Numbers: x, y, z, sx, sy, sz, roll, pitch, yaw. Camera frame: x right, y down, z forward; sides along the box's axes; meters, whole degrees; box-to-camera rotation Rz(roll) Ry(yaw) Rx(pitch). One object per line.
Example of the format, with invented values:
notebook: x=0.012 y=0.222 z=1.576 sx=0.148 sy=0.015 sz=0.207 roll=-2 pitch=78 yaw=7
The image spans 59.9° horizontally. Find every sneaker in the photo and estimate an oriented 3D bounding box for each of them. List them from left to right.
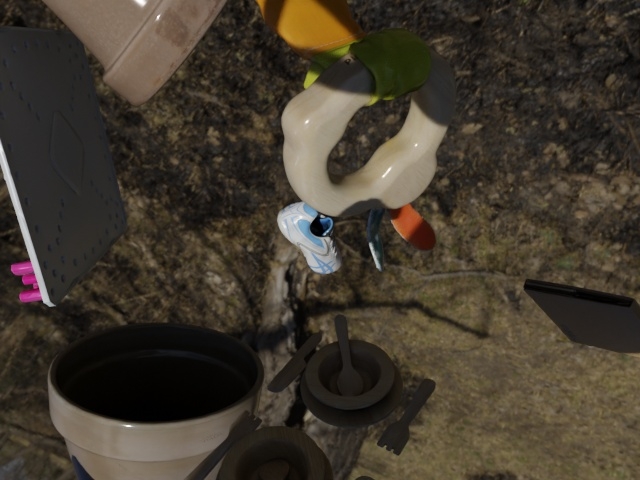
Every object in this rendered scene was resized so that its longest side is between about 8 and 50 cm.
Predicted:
sneaker: x=0.000 y=0.000 z=1.076 sx=0.086 sy=0.085 sz=0.237 roll=-14 pitch=151 yaw=17

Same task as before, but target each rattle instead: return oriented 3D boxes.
rattle: x=0.019 y=-0.077 z=0.407 sx=0.143 sy=0.130 sz=0.199 roll=32 pitch=173 yaw=28

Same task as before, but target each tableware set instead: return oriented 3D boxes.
tableware set: x=-0.004 y=0.138 z=0.430 sx=0.128 sy=0.194 sz=0.039 roll=17 pitch=129 yaw=29

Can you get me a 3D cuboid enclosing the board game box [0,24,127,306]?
board game box: x=-0.440 y=-0.142 z=0.919 sx=0.051 sy=0.390 sz=0.389 roll=-7 pitch=109 yaw=-1

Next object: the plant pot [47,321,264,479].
plant pot: x=-0.262 y=0.324 z=0.903 sx=0.323 sy=0.323 sz=0.280 roll=15 pitch=107 yaw=29

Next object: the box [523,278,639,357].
box: x=0.434 y=0.127 z=0.867 sx=0.201 sy=0.021 sz=0.164 roll=39 pitch=161 yaw=-35

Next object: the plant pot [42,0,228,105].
plant pot: x=-0.246 y=-0.334 z=0.674 sx=0.229 sy=0.263 sz=0.263 roll=34 pitch=154 yaw=-30
